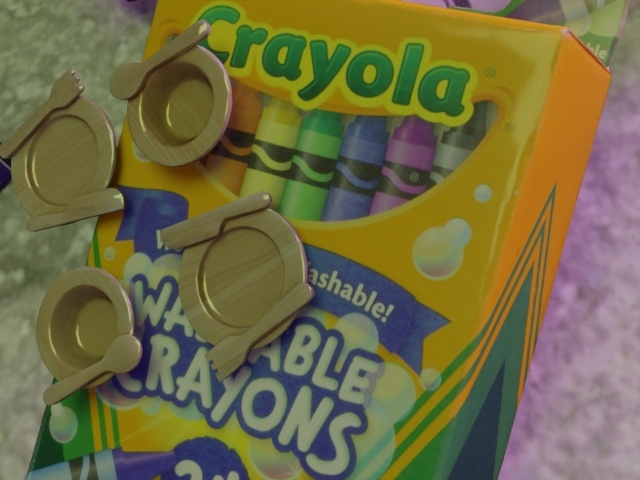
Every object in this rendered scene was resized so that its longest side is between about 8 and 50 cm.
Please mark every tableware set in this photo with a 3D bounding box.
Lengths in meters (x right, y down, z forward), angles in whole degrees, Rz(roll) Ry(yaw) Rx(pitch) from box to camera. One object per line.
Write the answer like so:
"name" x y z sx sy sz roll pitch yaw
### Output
"tableware set" -0.081 -0.011 0.513 0.141 0.020 0.168 -25 74 24

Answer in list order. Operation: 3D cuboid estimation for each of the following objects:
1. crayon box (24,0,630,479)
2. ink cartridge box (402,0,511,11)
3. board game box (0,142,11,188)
"crayon box" 0.000 0.000 0.528 0.203 0.083 0.323 16 91 28
"ink cartridge box" 0.033 -0.179 0.675 0.218 0.092 0.158 -45 57 -4
"board game box" -0.281 -0.054 0.661 0.136 0.201 0.035 -46 57 -7
